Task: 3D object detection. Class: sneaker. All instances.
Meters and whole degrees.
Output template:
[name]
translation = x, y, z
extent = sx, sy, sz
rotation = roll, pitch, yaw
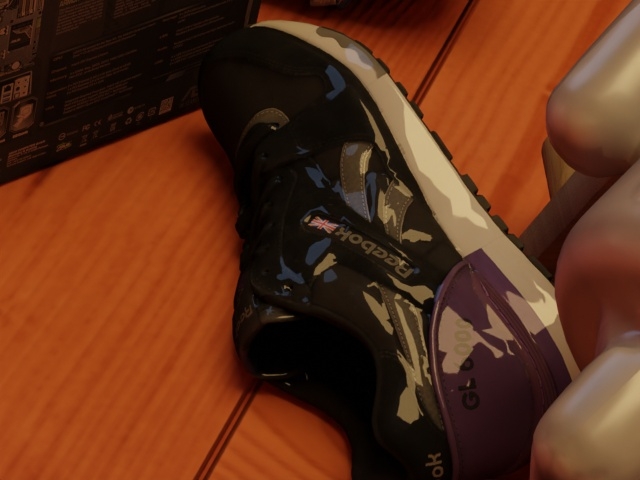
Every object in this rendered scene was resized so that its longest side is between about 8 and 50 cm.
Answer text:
[sneaker]
translation = 0.000, 0.000, 0.889
extent = 0.124, 0.107, 0.283
rotation = -20, 51, -29

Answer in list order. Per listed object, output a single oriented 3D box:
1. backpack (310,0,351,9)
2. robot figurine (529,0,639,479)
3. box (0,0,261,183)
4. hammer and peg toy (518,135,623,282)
[backpack]
translation = 0.032, -0.208, 1.131
extent = 0.173, 0.117, 0.158
rotation = 15, 39, -1
[robot figurine]
translation = 0.223, 0.000, 0.655
extent = 0.300, 0.200, 0.353
rotation = 40, 73, 17
[box]
translation = -0.121, -0.127, 0.930
extent = 0.233, 0.183, 0.059
rotation = -26, 55, -39
[hammer and peg toy]
translation = 0.297, -0.030, 0.924
extent = 0.361, 0.266, 0.127
rotation = 1, 64, -19
